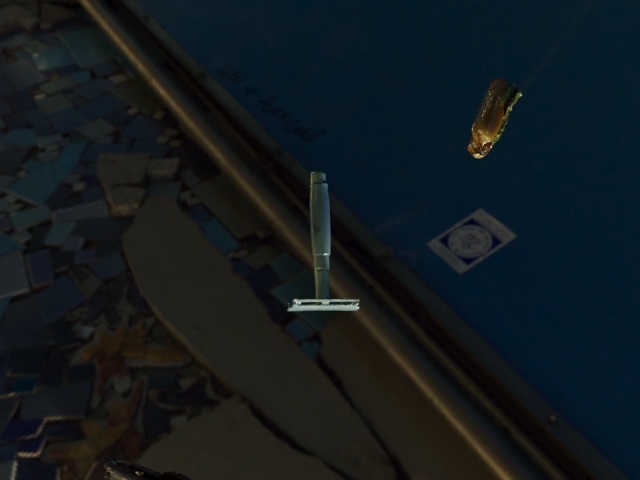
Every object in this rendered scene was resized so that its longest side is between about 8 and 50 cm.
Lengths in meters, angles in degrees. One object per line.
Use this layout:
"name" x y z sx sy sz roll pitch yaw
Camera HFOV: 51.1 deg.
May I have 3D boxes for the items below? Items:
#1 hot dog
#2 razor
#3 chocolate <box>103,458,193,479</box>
"hot dog" 0.207 -0.147 0.788 0.041 0.133 0.056 18 -36 13
"razor" 0.000 0.000 0.641 0.040 0.068 0.135 136 -47 -74
"chocolate" -0.119 0.268 0.444 0.221 0.147 0.222 8 -71 23
